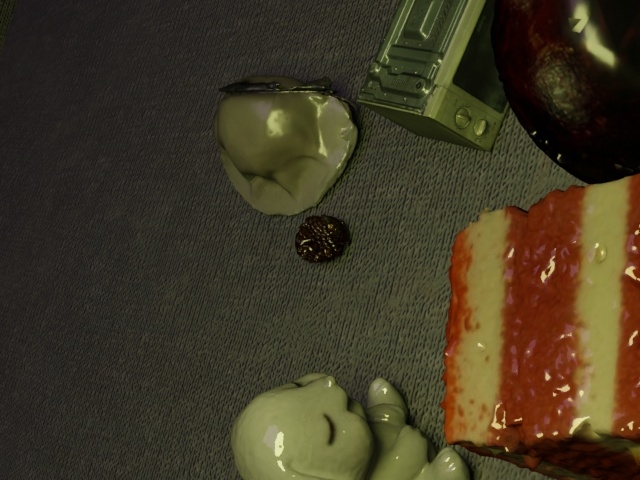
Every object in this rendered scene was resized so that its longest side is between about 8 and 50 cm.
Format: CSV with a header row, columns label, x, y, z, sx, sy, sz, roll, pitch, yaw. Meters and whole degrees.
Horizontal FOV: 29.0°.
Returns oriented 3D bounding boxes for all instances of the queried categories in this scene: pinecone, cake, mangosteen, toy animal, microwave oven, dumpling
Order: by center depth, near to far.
label,x,y,z,sx,sy,sz,roll,pitch,yaw
cake,0.311,0.108,1.245,0.320,0.269,0.270,-15,59,45
mangosteen,0.390,-0.219,1.256,0.422,0.381,0.380,4,73,30
toy animal,0.014,0.270,1.510,0.206,0.265,0.271,-58,40,12
microwave oven,0.179,-0.268,1.701,0.194,0.145,0.240,22,88,49
pinecone,0.000,0.000,1.826,0.083,0.077,0.077,121,149,-49
dumpling,-0.076,-0.160,1.931,0.293,0.163,0.204,11,75,39
